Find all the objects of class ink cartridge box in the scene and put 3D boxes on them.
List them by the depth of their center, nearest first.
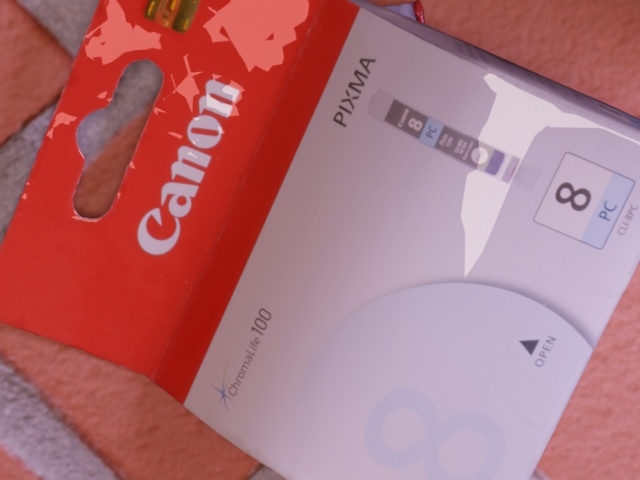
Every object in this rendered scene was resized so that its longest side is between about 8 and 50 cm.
[{"bbox_3d":[0.000,0.000,1.149,0.385,0.091,0.308,22,105,-8],"label":"ink cartridge box"}]

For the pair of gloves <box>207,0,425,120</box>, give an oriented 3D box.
[{"bbox_3d":[-0.009,-0.182,1.164,0.159,0.023,0.198,-8,100,-1],"label":"pair of gloves"}]
